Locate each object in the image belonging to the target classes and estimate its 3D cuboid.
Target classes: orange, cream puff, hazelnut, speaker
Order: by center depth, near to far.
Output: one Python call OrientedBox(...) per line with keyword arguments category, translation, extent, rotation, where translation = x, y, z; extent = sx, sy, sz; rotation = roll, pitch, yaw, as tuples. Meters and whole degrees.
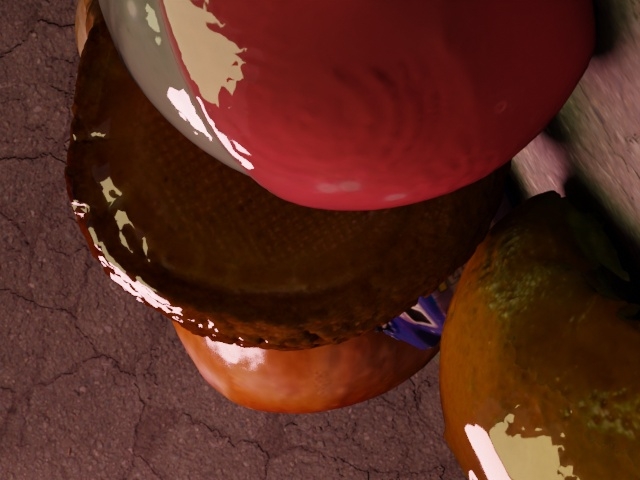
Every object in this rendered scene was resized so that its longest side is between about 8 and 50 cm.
OrientedBox(category="speaker", translation=(0.015, -0.154, 0.866), extent=(0.294, 0.294, 0.294), rotation=(59, 178, 4))
OrientedBox(category="orange", translation=(0.185, 0.121, 1.099), extent=(0.335, 0.196, 0.263), rotation=(-113, 9, -48))
OrientedBox(category="cream puff", translation=(-0.018, -0.068, 1.119), extent=(0.303, 0.303, 0.212), rotation=(59, -177, 2))
OrientedBox(category="hazelnut", translation=(0.000, 0.000, 1.654), extent=(0.372, 0.315, 0.372), rotation=(180, 90, -80))

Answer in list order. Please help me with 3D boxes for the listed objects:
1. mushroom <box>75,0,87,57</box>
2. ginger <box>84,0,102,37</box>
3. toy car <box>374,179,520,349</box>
OrientedBox(category="mushroom", translation=(-0.170, -0.296, 2.154), extent=(0.290, 0.297, 0.297), rotation=(35, 179, -3))
OrientedBox(category="ginger", translation=(-0.124, -0.242, 1.631), extent=(0.200, 0.269, 0.223), rotation=(30, 165, 8))
OrientedBox(category="toy car", translation=(0.098, 0.002, 1.400), extent=(0.158, 0.172, 0.235), rotation=(37, 167, 43))
